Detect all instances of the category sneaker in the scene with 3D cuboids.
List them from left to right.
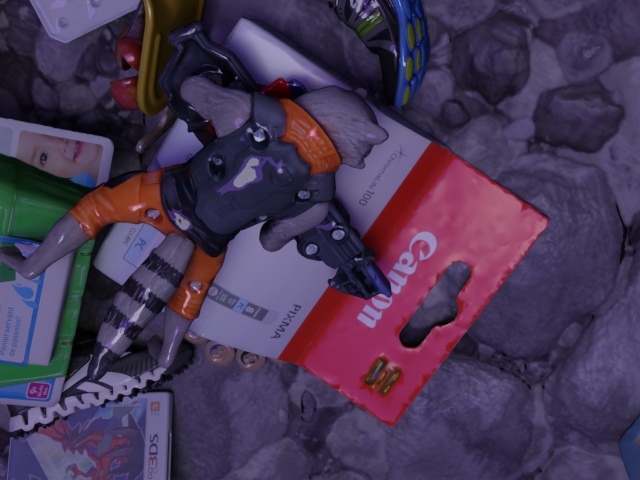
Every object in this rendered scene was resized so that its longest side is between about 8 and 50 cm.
[{"bbox_3d":[-0.268,0.146,1.024,0.234,0.078,0.106,-20,86,3],"label":"sneaker"},{"bbox_3d":[0.057,-0.225,0.876,0.078,0.067,0.188,-8,110,32],"label":"sneaker"}]

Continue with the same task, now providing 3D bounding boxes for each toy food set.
[{"bbox_3d":[-0.169,-0.196,0.844,0.071,0.128,0.217,24,132,5],"label":"toy food set"}]

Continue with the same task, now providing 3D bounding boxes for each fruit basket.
[{"bbox_3d":[-0.405,0.024,0.853,0.353,0.165,0.327,8,110,-28],"label":"fruit basket"}]

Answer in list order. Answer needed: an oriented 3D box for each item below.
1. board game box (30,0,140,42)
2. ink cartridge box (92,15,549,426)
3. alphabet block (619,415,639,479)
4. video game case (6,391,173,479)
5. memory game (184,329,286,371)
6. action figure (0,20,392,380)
[{"bbox_3d":[-0.176,-0.446,0.836,0.390,0.050,0.389,-22,104,14],"label":"board game box"},{"bbox_3d":[0.000,0.000,0.926,0.385,0.091,0.308,34,105,-2],"label":"ink cartridge box"},{"bbox_3d":[0.458,0.240,0.899,0.197,0.192,0.193,32,111,-4],"label":"alphabet block"},{"bbox_3d":[-0.278,0.276,1.048,0.201,0.023,0.183,-3,74,9],"label":"video game case"},{"bbox_3d":[-0.086,0.067,1.009,0.186,0.012,0.186,2,108,8],"label":"memory game"},{"bbox_3d":[-0.064,-0.004,0.797,0.330,0.178,0.341,-41,113,11],"label":"action figure"}]
